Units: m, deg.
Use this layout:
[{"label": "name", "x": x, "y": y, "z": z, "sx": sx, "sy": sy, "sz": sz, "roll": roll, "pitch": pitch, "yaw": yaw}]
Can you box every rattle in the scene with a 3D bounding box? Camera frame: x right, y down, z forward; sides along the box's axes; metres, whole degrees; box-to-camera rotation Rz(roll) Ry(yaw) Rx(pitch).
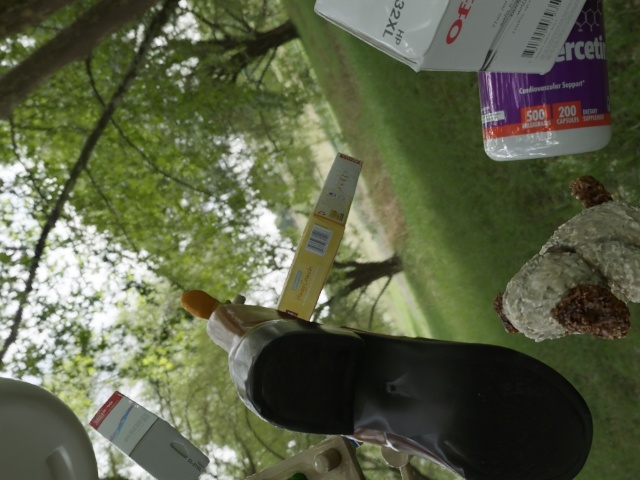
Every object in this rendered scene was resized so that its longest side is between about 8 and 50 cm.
[{"label": "rattle", "x": -0.245, "y": 0.164, "z": 1.472, "sx": 0.200, "sy": 0.142, "sz": 0.130, "roll": -92, "pitch": 13, "yaw": -79}]

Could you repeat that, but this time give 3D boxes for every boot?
[{"label": "boot", "x": 0.041, "y": 0.116, "z": 0.527, "sx": 0.280, "sy": 0.264, "sz": 0.096, "roll": 170, "pitch": 107, "yaw": -77}]

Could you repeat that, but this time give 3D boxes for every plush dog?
[{"label": "plush dog", "x": 0.348, "y": 0.048, "z": 0.844, "sx": 0.211, "sy": 0.225, "sz": 0.262, "roll": 56, "pitch": 161, "yaw": -1}]

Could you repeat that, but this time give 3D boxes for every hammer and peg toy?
[{"label": "hammer and peg toy", "x": 0.039, "y": 0.512, "z": 1.172, "sx": 0.127, "sy": 0.361, "sz": 0.266, "roll": 9, "pitch": -126, "yaw": -62}]

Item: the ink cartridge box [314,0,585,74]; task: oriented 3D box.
[{"label": "ink cartridge box", "x": 0.162, "y": -0.286, "z": 0.588, "sx": 0.129, "sy": 0.223, "sz": 0.307, "roll": 37, "pitch": -149, "yaw": 26}]

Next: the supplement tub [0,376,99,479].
[{"label": "supplement tub", "x": -0.416, "y": 0.260, "z": 0.616, "sx": 0.241, "sy": 0.331, "sz": 0.241, "roll": 26, "pitch": -120, "yaw": -57}]

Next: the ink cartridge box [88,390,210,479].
[{"label": "ink cartridge box", "x": -0.277, "y": 0.324, "z": 1.007, "sx": 0.175, "sy": 0.072, "sz": 0.127, "roll": 4, "pitch": 138, "yaw": 52}]

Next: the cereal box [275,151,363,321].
[{"label": "cereal box", "x": 0.000, "y": 0.000, "z": 0.822, "sx": 0.240, "sy": 0.047, "sz": 0.173, "roll": -69, "pitch": -1, "yaw": -63}]

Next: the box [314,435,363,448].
[{"label": "box", "x": 0.032, "y": 0.485, "z": 1.464, "sx": 0.054, "sy": 0.169, "sz": 0.059, "roll": 51, "pitch": -155, "yaw": 9}]

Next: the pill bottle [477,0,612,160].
[{"label": "pill bottle", "x": 0.320, "y": -0.284, "z": 0.919, "sx": 0.181, "sy": 0.181, "sz": 0.323, "roll": -84, "pitch": -13, "yaw": -84}]
